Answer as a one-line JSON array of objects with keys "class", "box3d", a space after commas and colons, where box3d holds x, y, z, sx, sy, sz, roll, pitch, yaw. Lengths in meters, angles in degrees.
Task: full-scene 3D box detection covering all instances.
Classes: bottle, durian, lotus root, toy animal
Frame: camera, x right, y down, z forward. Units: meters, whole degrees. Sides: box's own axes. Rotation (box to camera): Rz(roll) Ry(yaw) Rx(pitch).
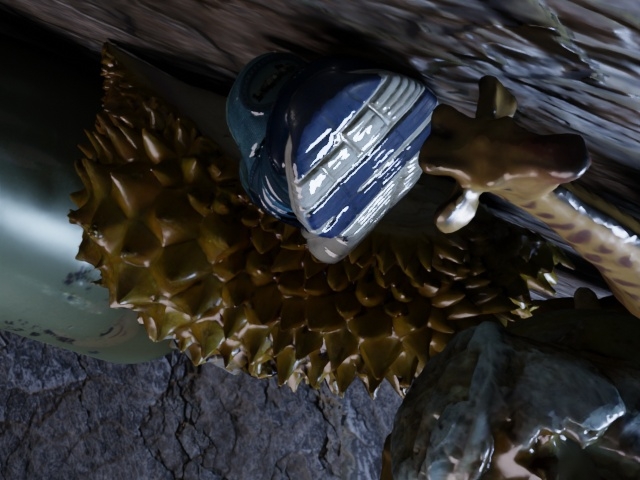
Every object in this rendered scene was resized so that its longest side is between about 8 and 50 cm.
[{"class": "bottle", "box3d": [-0.202, -0.044, 0.727, 0.168, 0.168, 0.347, 20, 176, 42]}, {"class": "durian", "box3d": [-0.004, 0.009, 0.647, 0.250, 0.138, 0.183, 16, 168, 8]}, {"class": "lotus root", "box3d": [0.175, 0.151, 0.562, 0.349, 0.175, 0.175, 37, 174, -12]}, {"class": "toy animal", "box3d": [0.142, 0.019, 0.435, 0.275, 0.054, 0.149, 24, 175, -15]}]

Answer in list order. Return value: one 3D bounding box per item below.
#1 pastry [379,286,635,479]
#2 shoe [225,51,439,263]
[{"class": "pastry", "box3d": [0.173, 0.165, 0.736, 0.284, 0.315, 0.184, 9, 147, -7]}, {"class": "shoe", "box3d": [-0.002, -0.037, 0.460, 0.071, 0.064, 0.143, 40, 174, 6]}]
